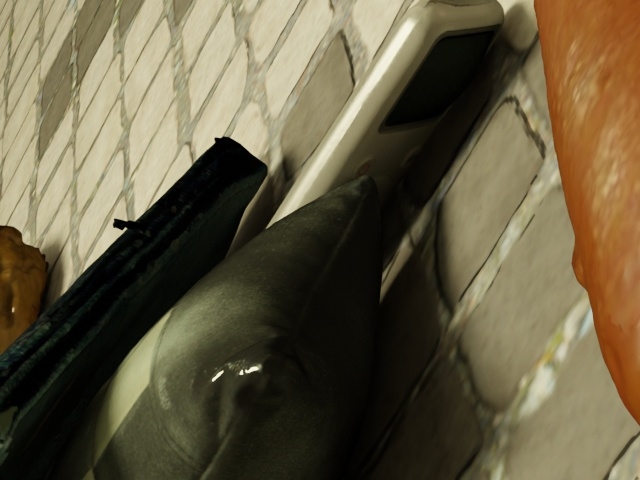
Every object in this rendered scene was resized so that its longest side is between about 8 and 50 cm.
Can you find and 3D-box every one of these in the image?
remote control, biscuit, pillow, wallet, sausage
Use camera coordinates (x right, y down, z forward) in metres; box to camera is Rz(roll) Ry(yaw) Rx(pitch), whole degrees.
[{"bbox_3d":[0.000,0.000,0.850,0.067,0.029,0.261,-16,-35,-55],"label":"remote control"},{"bbox_3d":[-0.288,0.124,1.460,0.296,0.075,0.296,-55,16,25],"label":"biscuit"},{"bbox_3d":[-0.052,0.099,0.777,0.250,0.106,0.186,-56,3,28],"label":"pillow"},{"bbox_3d":[-0.125,0.077,0.890,0.191,0.046,0.379,-58,-4,22],"label":"wallet"},{"bbox_3d":[0.113,-0.062,0.544,0.097,0.094,0.348,-40,27,28],"label":"sausage"}]
